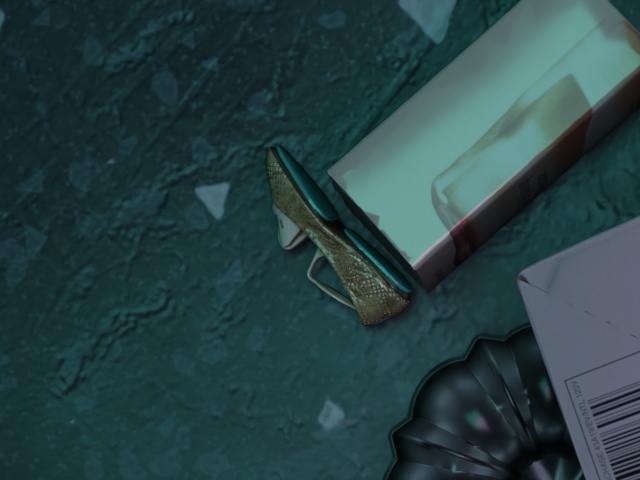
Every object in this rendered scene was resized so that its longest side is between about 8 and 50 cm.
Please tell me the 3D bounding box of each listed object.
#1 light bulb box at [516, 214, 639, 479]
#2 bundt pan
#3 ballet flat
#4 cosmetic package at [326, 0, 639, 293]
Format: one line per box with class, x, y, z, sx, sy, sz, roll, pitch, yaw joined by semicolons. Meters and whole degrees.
light bulb box;0.390;0.141;1.442;0.225;0.361;0.358;-25;76;34
bundt pan;0.213;0.227;1.596;0.330;0.124;0.331;-1;80;6
ballet flat;0.000;0.000;1.688;0.067;0.073;0.206;-44;75;13
cosmetic package;0.163;-0.101;1.641;0.296;0.153;0.129;-41;78;0
